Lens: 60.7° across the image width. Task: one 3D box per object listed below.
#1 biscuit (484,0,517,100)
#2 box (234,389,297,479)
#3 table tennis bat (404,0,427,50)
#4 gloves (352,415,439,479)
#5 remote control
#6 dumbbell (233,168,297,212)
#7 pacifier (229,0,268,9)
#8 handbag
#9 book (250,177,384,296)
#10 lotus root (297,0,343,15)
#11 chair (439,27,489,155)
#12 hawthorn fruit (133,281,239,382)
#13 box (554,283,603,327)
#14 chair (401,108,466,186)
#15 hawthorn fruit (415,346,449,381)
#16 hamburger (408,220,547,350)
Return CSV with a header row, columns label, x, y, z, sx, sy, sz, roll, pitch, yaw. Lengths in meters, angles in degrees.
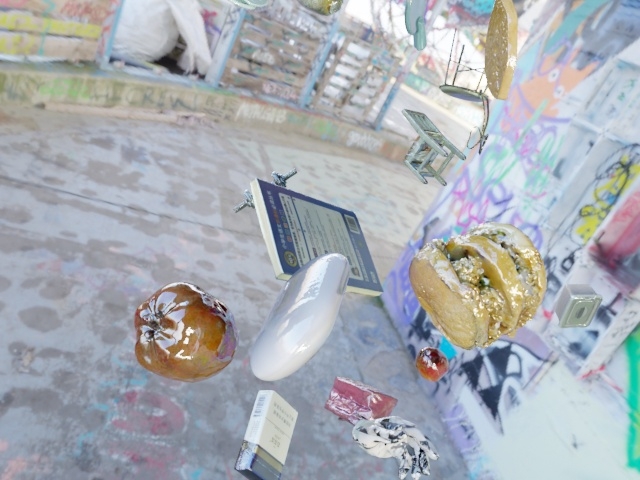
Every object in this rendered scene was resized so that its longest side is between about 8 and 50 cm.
label,x,y,z,sx,sy,sz,roll,pitch,yaw
biscuit,0.377,-0.397,1.138,0.028,0.221,0.142,1,-6,-3
box,-0.166,0.625,1.718,0.168,0.071,0.259,55,39,-36
table tennis bat,0.257,-0.597,1.449,0.038,0.149,0.237,15,-17,20
gloves,0.171,0.442,1.199,0.212,0.128,0.111,-8,15,39
remote control,-0.037,0.142,1.085,0.103,0.221,0.332,43,31,-14
dumbbell,-0.188,-0.169,1.870,0.082,0.253,0.081,57,0,0
pacifier,-0.181,-0.603,1.265,0.150,0.116,0.127,25,47,-19
handbag,0.121,0.512,1.698,0.146,0.136,0.225,30,-13,-34
book,0.000,0.000,1.536,0.427,0.039,0.300,16,48,-46
lotus root,-0.013,-0.537,1.179,0.088,0.088,0.165,1,32,-47
chair,0.430,-0.433,1.605,0.170,0.326,0.159,18,7,25
hawthorn fruit,-0.263,0.194,1.155,0.208,0.208,0.248,43,13,33
box,0.682,0.173,1.458,0.089,0.122,0.062,0,38,-4
chair,0.375,-0.334,1.985,0.136,0.147,0.270,-2,45,-43
hawthorn fruit,0.242,0.268,1.190,0.077,0.077,0.077,23,22,-10
hamburger,0.326,0.096,1.122,0.211,0.260,0.245,-25,92,-22
